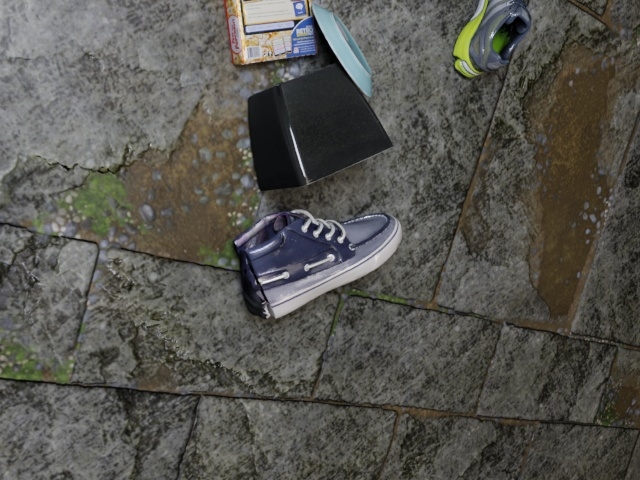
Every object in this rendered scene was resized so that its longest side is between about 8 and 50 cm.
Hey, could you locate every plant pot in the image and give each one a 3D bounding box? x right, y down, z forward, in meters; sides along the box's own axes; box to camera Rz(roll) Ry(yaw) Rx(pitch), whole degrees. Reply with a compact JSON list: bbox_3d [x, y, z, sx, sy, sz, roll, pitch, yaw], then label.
[{"bbox_3d":[-0.020,-0.197,1.197,0.188,0.188,0.166,-27,104,-24],"label":"plant pot"}]

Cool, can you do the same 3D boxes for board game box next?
[{"bbox_3d":[-0.087,-0.403,1.173,0.147,0.045,0.193,-15,111,-28],"label":"board game box"}]

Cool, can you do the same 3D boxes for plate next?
[{"bbox_3d":[0.046,-0.332,1.203,0.024,0.188,0.188,-30,123,18],"label":"plate"}]

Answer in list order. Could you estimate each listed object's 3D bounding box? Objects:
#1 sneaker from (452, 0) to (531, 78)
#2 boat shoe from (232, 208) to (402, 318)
[{"bbox_3d":[0.382,-0.468,1.406,0.111,0.121,0.299,19,92,-35],"label":"sneaker"},{"bbox_3d":[0.000,0.000,1.283,0.341,0.127,0.158,-31,125,-21],"label":"boat shoe"}]
